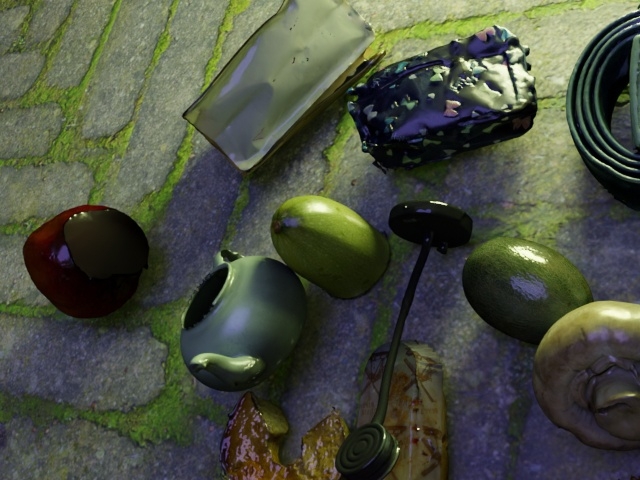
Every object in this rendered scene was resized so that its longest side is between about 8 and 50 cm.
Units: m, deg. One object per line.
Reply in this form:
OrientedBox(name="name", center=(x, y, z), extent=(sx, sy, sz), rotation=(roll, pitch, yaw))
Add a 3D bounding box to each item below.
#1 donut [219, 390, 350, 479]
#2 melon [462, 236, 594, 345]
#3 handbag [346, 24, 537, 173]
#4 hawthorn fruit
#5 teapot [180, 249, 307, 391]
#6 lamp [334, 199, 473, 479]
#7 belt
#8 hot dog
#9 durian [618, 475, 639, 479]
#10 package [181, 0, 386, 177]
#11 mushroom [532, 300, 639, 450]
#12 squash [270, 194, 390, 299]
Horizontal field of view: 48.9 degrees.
OrientedBox(name="donut", center=(-0.041, 0.277, 0.889), extent=(0.181, 0.078, 0.146), rotation=(4, 69, 28))
OrientedBox(name="melon", center=(0.233, 0.056, 0.815), extent=(0.167, 0.114, 0.114), rotation=(29, 82, 40))
OrientedBox(name="handbag", center=(0.172, -0.195, 0.988), extent=(0.260, 0.113, 0.162), rotation=(-17, 64, 21))
OrientedBox(name="hawthorn fruit", center=(-0.405, 0.027, 1.171), extent=(0.251, 0.189, 0.189), rotation=(10, 71, 39))
OrientedBox(name="teapot", center=(-0.111, 0.105, 0.947), extent=(0.193, 0.129, 0.294), rotation=(-43, 24, 19))
OrientedBox(name="lamp", center=(0.075, 0.091, 0.822), extent=(0.130, 0.108, 0.371), rotation=(-12, 38, 49))
OrientedBox(name="belt", center=(0.400, -0.170, 0.832), extent=(0.206, 0.116, 0.267), rotation=(-17, 60, 28))
OrientedBox(name="hot dog", center=(0.093, 0.234, 0.837), extent=(0.131, 0.069, 0.252), rotation=(-13, 56, 36))
OrientedBox(name="durian", center=(0.319, 0.289, 0.630), extent=(0.168, 0.137, 0.158), rotation=(0, 44, 22))
OrientedBox(name="package", center=(-0.054, -0.250, 1.151), extent=(0.165, 0.221, 0.311), rotation=(43, 89, -1))
OrientedBox(name="mushroom", center=(0.296, 0.141, 0.701), extent=(0.166, 0.166, 0.127), rotation=(-7, 29, 28))
OrientedBox(name="squash", center=(0.000, 0.000, 0.945), extent=(0.123, 0.187, 0.123), rotation=(-15, 62, 31))
